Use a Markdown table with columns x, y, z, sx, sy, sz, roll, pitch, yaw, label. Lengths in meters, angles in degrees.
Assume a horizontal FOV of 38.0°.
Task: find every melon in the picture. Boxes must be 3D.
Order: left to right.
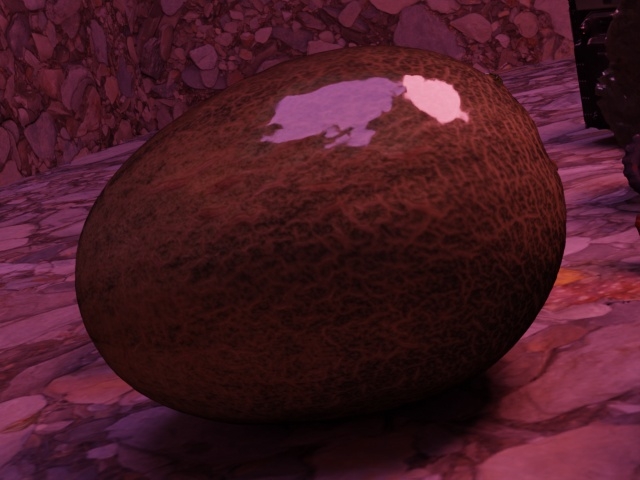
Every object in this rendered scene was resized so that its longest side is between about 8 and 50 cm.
| x | y | z | sx | sy | sz | roll | pitch | yaw | label |
| --- | --- | --- | --- | --- | --- | --- | --- | --- | --- |
| 0.000 | 0.000 | 0.625 | 0.330 | 0.248 | 0.248 | -15 | 13 | 1 | melon |

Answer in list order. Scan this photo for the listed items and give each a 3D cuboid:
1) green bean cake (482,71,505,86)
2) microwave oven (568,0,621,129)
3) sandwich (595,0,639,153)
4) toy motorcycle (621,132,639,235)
| x | y | z | sx | sy | sz | roll | pitch | yaw | label |
| --- | --- | --- | --- | --- | --- | --- | --- | --- | --- |
| 0.129 | -0.127 | 1.230 | 0.250 | 0.156 | 0.247 | -9 | 14 | 10 | green bean cake |
| 0.498 | -0.260 | 1.288 | 0.181 | 0.237 | 0.295 | -16 | 15 | -18 | microwave oven |
| 0.417 | -0.180 | 0.922 | 0.131 | 0.325 | 0.262 | -30 | 54 | -28 | sandwich |
| 0.350 | -0.027 | 0.759 | 0.213 | 0.118 | 0.084 | 13 | 5 | 34 | toy motorcycle |
